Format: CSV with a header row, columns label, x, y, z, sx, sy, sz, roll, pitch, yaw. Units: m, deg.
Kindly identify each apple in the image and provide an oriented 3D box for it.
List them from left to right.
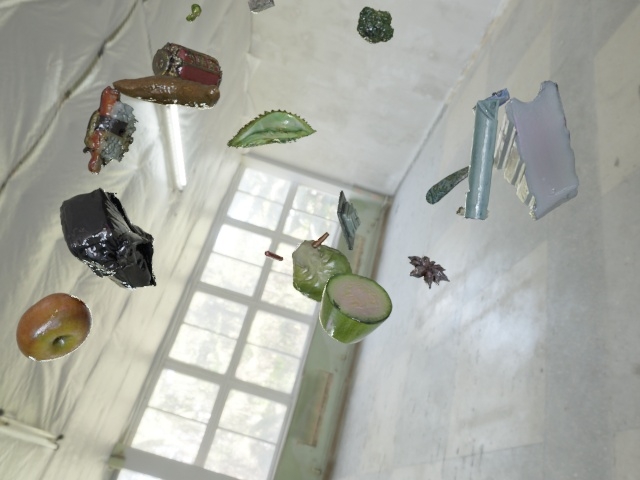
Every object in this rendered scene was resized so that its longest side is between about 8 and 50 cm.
label,x,y,z,sx,sy,sz,roll,pitch,yaw
apple,-0.880,0.280,1.614,0.235,0.173,0.210,-30,-34,-24

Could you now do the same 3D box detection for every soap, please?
label,x,y,z,sx,sy,sz,roll,pitch,yaw
soap,0.621,-0.239,1.368,0.302,0.159,0.257,60,-172,-64

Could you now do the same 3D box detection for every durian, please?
label,x,y,z,sx,sy,sz,roll,pitch,yaw
durian,-0.217,-0.439,2.096,0.198,0.394,0.163,54,146,30

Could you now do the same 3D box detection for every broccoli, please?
label,x,y,z,sx,sy,sz,roll,pitch,yaw
broccoli,0.229,-0.882,2.016,0.138,0.162,0.146,-54,-12,-31

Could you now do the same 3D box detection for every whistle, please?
label,x,y,z,sx,sy,sz,roll,pitch,yaw
whistle,0.417,-0.208,1.268,0.062,0.062,0.312,-94,9,-85

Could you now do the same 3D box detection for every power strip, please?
label,x,y,z,sx,sy,sz,roll,pitch,yaw
power strip,0.130,-0.092,2.074,0.213,0.065,0.198,-77,-31,-54

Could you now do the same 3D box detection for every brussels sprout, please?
label,x,y,z,sx,sy,sz,roll,pitch,yaw
brussels sprout,-0.551,-0.988,2.135,0.083,0.046,0.051,-55,49,23
brussels sprout,-0.012,0.152,2.315,0.273,0.317,0.242,-70,-12,17

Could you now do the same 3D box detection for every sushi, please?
label,x,y,z,sx,sy,sz,roll,pitch,yaw
sushi,-0.524,-0.269,1.232,0.097,0.103,0.226,51,-125,-78

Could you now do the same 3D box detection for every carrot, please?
label,x,y,z,sx,sy,sz,roll,pitch,yaw
carrot,0.000,0.000,2.082,0.093,0.032,0.032,-42,1,-2

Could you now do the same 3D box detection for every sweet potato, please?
label,x,y,z,sx,sy,sz,roll,pitch,yaw
sweet potato,-0.446,-0.450,1.467,0.114,0.342,0.092,-39,-43,-73

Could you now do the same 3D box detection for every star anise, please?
label,x,y,z,sx,sy,sz,roll,pitch,yaw
star anise,0.436,0.117,2.016,0.182,0.195,0.065,47,136,34

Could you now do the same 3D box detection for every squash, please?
label,x,y,z,sx,sy,sz,roll,pitch,yaw
squash,0.073,0.166,1.173,0.170,0.170,0.123,-76,12,-57

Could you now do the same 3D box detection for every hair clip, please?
label,x,y,z,sx,sy,sz,roll,pitch,yaw
hair clip,0.471,-0.207,1.774,0.229,0.036,0.066,-37,53,30

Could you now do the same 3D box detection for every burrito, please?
label,x,y,z,sx,sy,sz,roll,pitch,yaw
burrito,0.659,-0.117,2.104,0.045,0.185,0.041,-66,35,37

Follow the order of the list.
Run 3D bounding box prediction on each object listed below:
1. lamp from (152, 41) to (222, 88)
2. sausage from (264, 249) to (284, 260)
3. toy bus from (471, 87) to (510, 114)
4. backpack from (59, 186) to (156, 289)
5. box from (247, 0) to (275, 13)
label,x,y,z,sx,sy,sz,roll,pitch,yaw
lamp,-0.497,-0.636,1.843,0.274,0.177,0.177,-8,-60,-57
sausage,-0.212,0.073,2.249,0.223,0.029,0.029,33,-106,-71
toy bus,0.691,-0.558,1.981,0.153,0.061,0.051,-30,10,1
backpack,-0.809,0.018,1.945,0.363,0.255,0.445,56,169,35
box,-0.237,-0.953,1.970,0.062,0.098,0.045,-46,-58,-72
